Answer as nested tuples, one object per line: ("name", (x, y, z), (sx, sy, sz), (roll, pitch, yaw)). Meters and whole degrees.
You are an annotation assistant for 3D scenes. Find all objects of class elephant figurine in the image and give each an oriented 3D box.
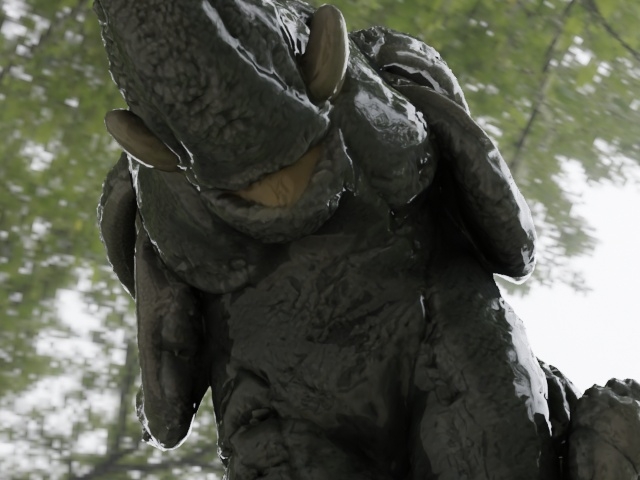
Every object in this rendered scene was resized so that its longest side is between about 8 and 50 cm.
("elephant figurine", (0.000, 0.000, 0.472), (0.186, 0.169, 0.239), (-31, -101, 53))
